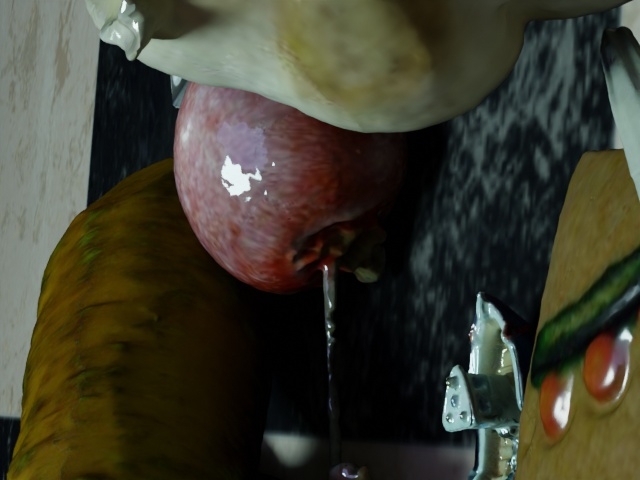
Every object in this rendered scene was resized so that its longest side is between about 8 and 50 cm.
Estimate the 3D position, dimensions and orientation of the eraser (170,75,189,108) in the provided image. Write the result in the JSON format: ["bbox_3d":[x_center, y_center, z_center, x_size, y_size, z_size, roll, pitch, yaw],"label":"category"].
[{"bbox_3d":[-0.047,-0.116,0.970,0.122,0.029,0.052,133,138,-57],"label":"eraser"}]

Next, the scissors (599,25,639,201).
[{"bbox_3d":[0.109,0.060,0.443,0.109,0.022,0.300,-52,38,41],"label":"scissors"}]

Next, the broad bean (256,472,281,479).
[{"bbox_3d":[-0.024,0.159,0.809,0.318,0.056,0.098,-124,45,-55],"label":"broad bean"}]

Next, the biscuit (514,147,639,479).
[{"bbox_3d":[0.108,0.092,0.516,0.301,0.043,0.278,-106,31,-42],"label":"biscuit"}]

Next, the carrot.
[{"bbox_3d":[-0.074,0.068,0.799,0.302,0.114,0.114,-86,13,-59],"label":"carrot"}]

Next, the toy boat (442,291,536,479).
[{"bbox_3d":[0.059,0.059,0.657,0.038,0.038,0.083,159,114,-65],"label":"toy boat"}]

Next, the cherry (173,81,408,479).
[{"bbox_3d":[0.000,0.000,0.758,0.107,0.090,0.225,-48,48,34],"label":"cherry"}]

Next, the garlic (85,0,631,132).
[{"bbox_3d":[0.060,-0.156,0.518,0.203,0.184,0.281,-89,20,-48],"label":"garlic"}]
